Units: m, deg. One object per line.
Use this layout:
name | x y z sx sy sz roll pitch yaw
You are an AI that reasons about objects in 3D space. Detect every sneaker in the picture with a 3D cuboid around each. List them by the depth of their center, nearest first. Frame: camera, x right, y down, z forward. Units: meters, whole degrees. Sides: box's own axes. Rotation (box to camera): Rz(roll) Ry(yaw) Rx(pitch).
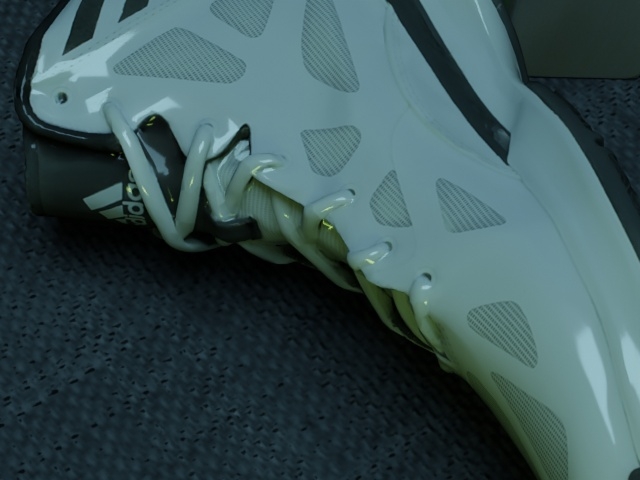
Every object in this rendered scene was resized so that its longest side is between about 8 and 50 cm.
sneaker | 0.000 0.000 0.859 0.258 0.169 0.447 -19 54 -6

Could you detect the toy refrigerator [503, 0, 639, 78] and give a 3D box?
toy refrigerator | 0.146 -0.204 0.908 0.094 0.269 0.102 0 60 -4
